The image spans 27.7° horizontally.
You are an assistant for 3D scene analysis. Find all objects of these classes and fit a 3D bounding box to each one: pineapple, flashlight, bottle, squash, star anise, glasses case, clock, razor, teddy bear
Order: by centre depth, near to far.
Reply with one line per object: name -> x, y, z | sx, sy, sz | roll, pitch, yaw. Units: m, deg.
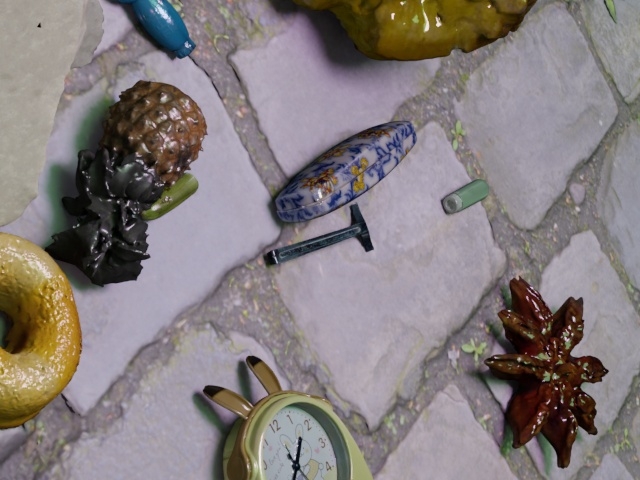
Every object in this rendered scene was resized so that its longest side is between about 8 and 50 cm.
teddy bear -> -0.364, -0.264, 1.258 | 0.327, 0.375, 0.362 | 16, 23, -42
pineapple -> -0.200, -0.057, 1.345 | 0.111, 0.119, 0.237 | 90, 21, -54
clock -> -0.039, 0.241, 1.431 | 0.170, 0.069, 0.232 | -32, 98, -47
squash -> -0.169, -0.046, 1.432 | 0.083, 0.027, 0.027 | -42, 107, -45
flashlight -> -0.191, -0.260, 1.475 | 0.129, 0.051, 0.051 | 52, 45, -25
razor -> 0.004, -0.002, 1.592 | 0.190, 0.033, 0.066 | -18, 88, -47
glasses case -> 0.037, -0.089, 1.618 | 0.248, 0.087, 0.065 | -37, 106, -46
star anise -> 0.317, 0.179, 1.812 | 0.288, 0.088, 0.288 | 19, 61, -39
bottle -> 0.205, -0.061, 1.824 | 0.083, 0.030, 0.030 | -27, 95, -47

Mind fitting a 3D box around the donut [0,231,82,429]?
donut -> -0.298, 0.080, 1.217 | 0.174, 0.075, 0.190 | 16, 64, -42

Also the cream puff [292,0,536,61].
cream puff -> 0.144, -0.371, 1.638 | 0.378, 0.378, 0.275 | -18, 67, -48
